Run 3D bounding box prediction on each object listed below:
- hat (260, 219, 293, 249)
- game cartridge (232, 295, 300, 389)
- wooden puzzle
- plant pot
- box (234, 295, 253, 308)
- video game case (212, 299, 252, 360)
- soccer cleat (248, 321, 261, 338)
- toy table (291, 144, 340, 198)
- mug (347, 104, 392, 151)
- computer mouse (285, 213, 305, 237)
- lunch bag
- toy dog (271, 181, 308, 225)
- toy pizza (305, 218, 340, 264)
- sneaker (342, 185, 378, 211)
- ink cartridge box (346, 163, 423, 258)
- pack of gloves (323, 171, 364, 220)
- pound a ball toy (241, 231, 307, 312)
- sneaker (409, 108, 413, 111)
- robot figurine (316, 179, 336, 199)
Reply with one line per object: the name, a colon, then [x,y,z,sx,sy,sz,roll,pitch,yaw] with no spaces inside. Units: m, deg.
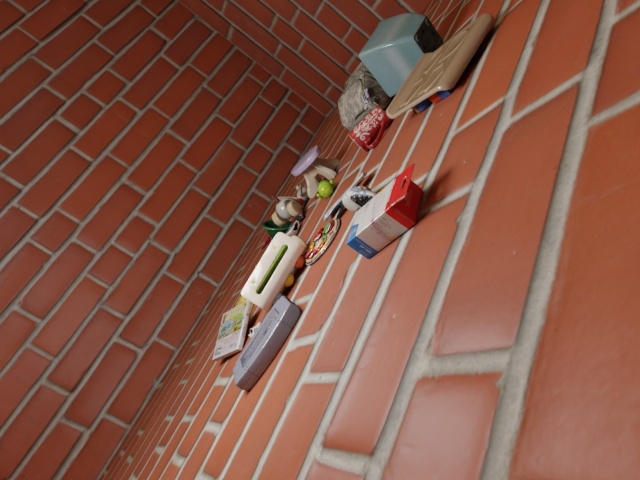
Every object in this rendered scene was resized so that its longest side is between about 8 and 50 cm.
hat: [-0.231,-0.005,2.502,0.208,0.172,0.184,-122,31,-68]
game cartridge: [-0.170,0.316,1.461,0.294,0.060,0.196,-56,10,-5]
wooden puzzle: [0.406,-0.566,1.586,0.322,0.080,0.347,-58,19,-13]
plant pot: [0.368,-0.814,1.994,0.252,0.247,0.248,-2,52,53]
box: [-0.349,0.315,2.080,0.087,0.058,0.232,-49,14,26]
video game case: [-0.358,0.367,1.897,0.227,0.026,0.207,-32,41,46]
soccer cleat: [-0.240,0.327,1.713,0.029,0.035,0.083,-46,16,34]
toy table: [-0.029,-0.356,2.367,0.252,0.161,0.274,-51,15,-4]
mug: [0.224,-0.462,1.964,0.169,0.150,0.113,-46,-21,17]
computer mouse: [-0.125,-0.059,2.271,0.106,0.042,0.193,-43,11,27]
lunch bag: [0.225,-0.703,2.312,0.305,0.212,0.256,-27,47,65]
toy dog: [-0.169,-0.215,2.456,0.220,0.161,0.334,-36,14,11]
toy pizza: [0.000,0.000,1.690,0.201,0.032,0.201,-51,13,17]
sneaker: [0.135,-0.135,1.445,0.086,0.085,0.237,-49,15,-7]
ink cartridge box: [0.171,-0.069,1.154,0.231,0.078,0.134,-41,19,45]
pack of gloves: [0.100,-0.157,1.755,0.232,0.046,0.195,-48,3,13]
pound a ball toy: [-0.140,0.115,1.760,0.319,0.135,0.208,-59,-14,-11]
sneaker: [0.333,-0.526,1.769,0.054,0.061,0.152,-51,15,8]
robot figurine: [0.023,-0.235,2.121,0.101,0.067,0.115,-43,15,11]
